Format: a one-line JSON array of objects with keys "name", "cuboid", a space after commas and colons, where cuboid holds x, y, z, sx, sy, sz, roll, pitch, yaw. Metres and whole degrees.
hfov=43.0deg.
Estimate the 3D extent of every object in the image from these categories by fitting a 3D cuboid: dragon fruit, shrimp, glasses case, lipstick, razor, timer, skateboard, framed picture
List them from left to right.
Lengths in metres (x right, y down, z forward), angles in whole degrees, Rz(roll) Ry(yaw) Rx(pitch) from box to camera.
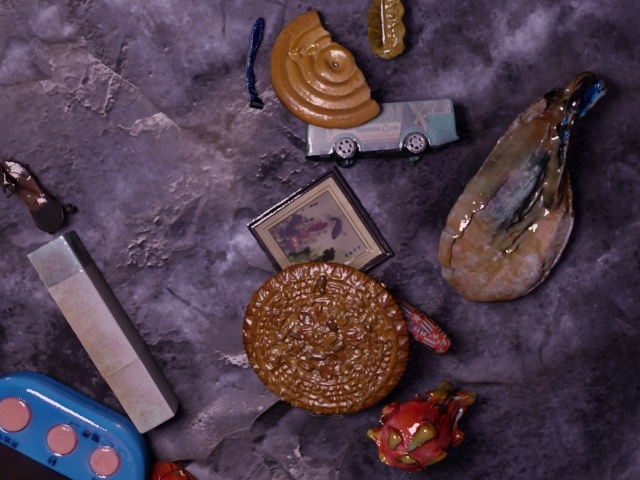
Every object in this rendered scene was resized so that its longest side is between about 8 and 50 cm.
[{"name": "skateboard", "cuboid": [-0.502, -0.076, 1.394, 0.067, 0.080, 0.151, -43, 95, 11]}, {"name": "timer", "cuboid": [-0.490, 0.410, 1.448, 0.340, 0.115, 0.309, 28, 96, -2]}, {"name": "lipstick", "cuboid": [-0.378, 0.161, 1.436, 0.076, 0.080, 0.371, -29, 99, 2]}, {"name": "dragon fruit", "cuboid": [-0.256, 0.479, 1.476, 0.083, 0.106, 0.162, -18, 96, 0]}, {"name": "razor", "cuboid": [-0.115, -0.304, 1.396, 0.028, 0.044, 0.154, 6, 97, 24]}, {"name": "framed picture", "cuboid": [0.000, 0.000, 1.455, 0.195, 0.010, 0.199, -33, 99, 4]}, {"name": "glasses case", "cuboid": [0.148, 0.134, 1.448, 0.194, 0.073, 0.049, 34, 88, -3]}, {"name": "dragon fruit", "cuboid": [0.191, 0.330, 1.455, 0.208, 0.150, 0.133, -34, 66, -1]}, {"name": "shrimp", "cuboid": [0.366, -0.086, 1.411, 0.221, 0.110, 0.445, 25, 101, -11]}]

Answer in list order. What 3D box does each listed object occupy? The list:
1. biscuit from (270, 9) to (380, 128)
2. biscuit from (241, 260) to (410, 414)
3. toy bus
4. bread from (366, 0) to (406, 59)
[{"name": "biscuit", "cuboid": [-0.010, -0.276, 1.356, 0.144, 0.033, 0.224, -28, 76, -6]}, {"name": "biscuit", "cuboid": [0.006, 0.177, 1.429, 0.305, 0.038, 0.305, 4, 110, 11]}, {"name": "toy bus", "cuboid": [0.101, -0.184, 1.394, 0.262, 0.091, 0.109, -4, 88, -2]}, {"name": "bread", "cuboid": [0.113, -0.362, 1.379, 0.066, 0.060, 0.110, -2, 102, 12]}]
